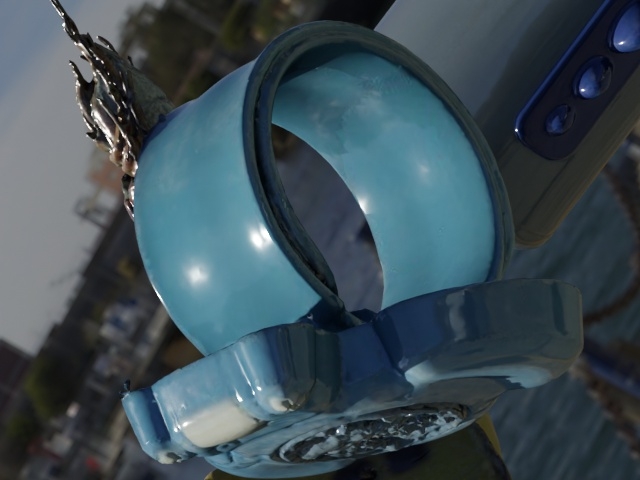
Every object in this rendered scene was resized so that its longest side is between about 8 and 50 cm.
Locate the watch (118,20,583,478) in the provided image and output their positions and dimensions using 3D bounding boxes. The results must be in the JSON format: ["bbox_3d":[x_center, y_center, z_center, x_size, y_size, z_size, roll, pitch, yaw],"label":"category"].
[{"bbox_3d":[0.000,0.000,0.849,0.211,0.211,0.193,129,133,-61],"label":"watch"}]

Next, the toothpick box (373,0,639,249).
[{"bbox_3d":[0.202,-0.187,1.565,0.354,0.263,0.263,-53,7,15],"label":"toothpick box"}]

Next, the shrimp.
[{"bbox_3d":[-0.157,-0.103,1.458,0.079,0.233,0.090,-30,14,3],"label":"shrimp"}]

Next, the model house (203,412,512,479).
[{"bbox_3d":[0.026,0.207,1.250,0.234,0.193,0.175,-22,41,2],"label":"model house"}]
